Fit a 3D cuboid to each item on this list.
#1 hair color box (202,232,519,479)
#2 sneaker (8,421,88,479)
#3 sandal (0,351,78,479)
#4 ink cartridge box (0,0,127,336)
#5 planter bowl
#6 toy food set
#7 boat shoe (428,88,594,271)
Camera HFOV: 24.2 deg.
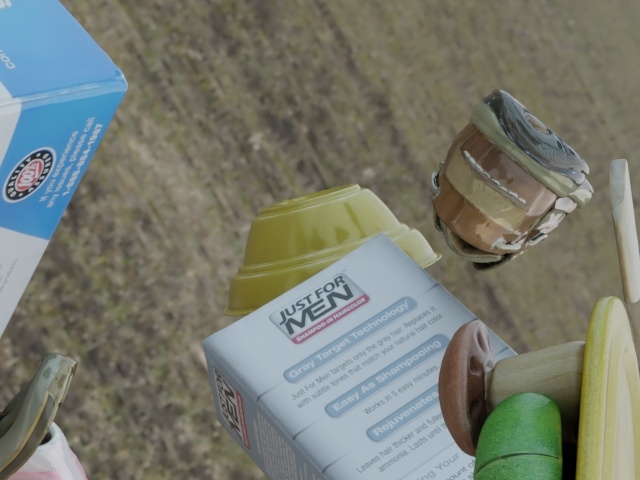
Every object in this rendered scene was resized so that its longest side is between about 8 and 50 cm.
[{"bbox_3d":[0.092,0.175,1.148,0.374,0.185,0.114,44,-26,35],"label":"hair color box"},{"bbox_3d":[-0.222,0.145,1.045,0.051,0.134,0.070,-48,133,-40],"label":"sneaker"},{"bbox_3d":[-0.195,0.122,0.820,0.049,0.180,0.072,32,25,-15],"label":"sandal"},{"bbox_3d":[-0.349,-0.014,0.872,0.395,0.285,0.166,-20,62,-48],"label":"ink cartridge box"},{"bbox_3d":[0.000,0.000,1.427,0.217,0.217,0.090,-34,110,-74],"label":"planter bowl"},{"bbox_3d":[0.080,0.090,0.553,0.128,0.071,0.218,68,27,-47],"label":"toy food set"},{"bbox_3d":[0.143,-0.041,1.233,0.122,0.120,0.324,41,4,12],"label":"boat shoe"}]
